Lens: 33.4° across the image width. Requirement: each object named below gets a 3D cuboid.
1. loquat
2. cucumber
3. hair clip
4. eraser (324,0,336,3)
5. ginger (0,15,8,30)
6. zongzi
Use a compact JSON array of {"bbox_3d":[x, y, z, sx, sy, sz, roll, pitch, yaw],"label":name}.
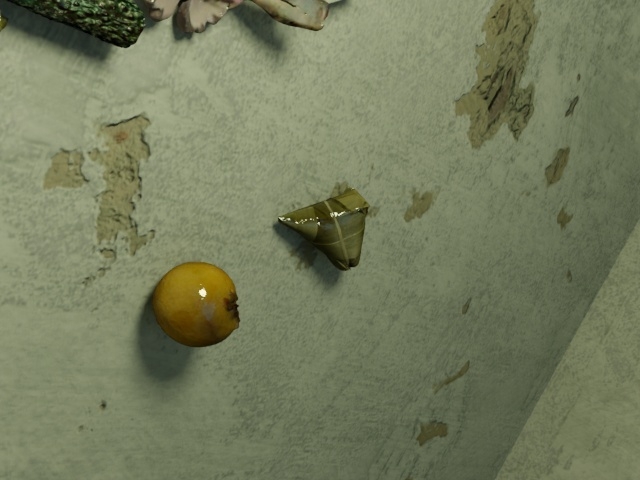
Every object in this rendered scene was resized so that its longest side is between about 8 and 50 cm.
[{"bbox_3d":[-0.195,0.101,1.682,0.141,0.141,0.141,-29,135,-34],"label":"loquat"},{"bbox_3d":[-0.335,-0.303,1.287,0.293,0.067,0.068,14,104,-52],"label":"cucumber"},{"bbox_3d":[-0.119,-0.358,1.496,0.300,0.069,0.173,12,104,-42],"label":"hair clip"},{"bbox_3d":[0.030,-0.471,1.613,0.092,0.046,0.212,-27,133,-36],"label":"eraser"},{"bbox_3d":[-0.418,-0.254,1.244,0.137,0.044,0.057,-6,137,-46],"label":"ginger"},{"bbox_3d":[0.000,0.000,1.896,0.176,0.078,0.160,-20,130,-28],"label":"zongzi"}]
